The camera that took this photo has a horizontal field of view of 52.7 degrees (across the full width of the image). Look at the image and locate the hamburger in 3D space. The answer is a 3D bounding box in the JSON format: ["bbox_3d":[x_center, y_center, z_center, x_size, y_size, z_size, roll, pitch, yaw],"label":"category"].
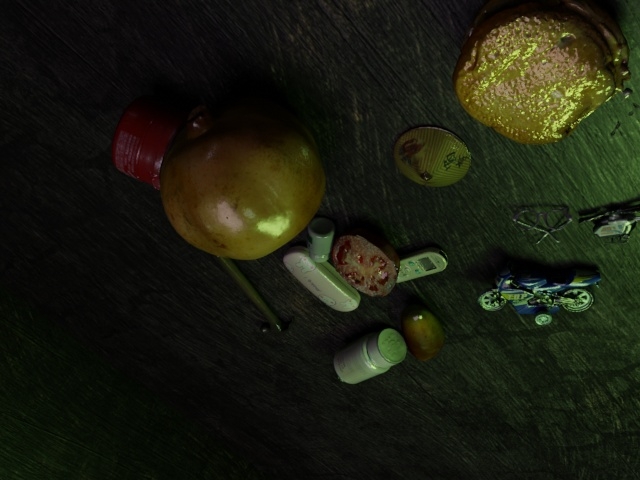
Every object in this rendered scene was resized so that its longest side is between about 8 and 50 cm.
[{"bbox_3d":[0.416,-0.328,1.222,0.314,0.170,0.290,29,145,-8],"label":"hamburger"}]

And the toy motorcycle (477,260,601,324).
[{"bbox_3d":[0.578,0.128,1.728,0.315,0.113,0.168,-3,126,17],"label":"toy motorcycle"}]

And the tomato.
[{"bbox_3d":[0.142,0.056,1.855,0.225,0.085,0.225,22,134,25],"label":"tomato"}]

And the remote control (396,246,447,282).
[{"bbox_3d":[0.270,0.070,1.866,0.221,0.042,0.078,-21,117,41],"label":"remote control"}]

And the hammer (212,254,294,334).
[{"bbox_3d":[-0.244,0.188,2.266,0.168,0.044,0.440,-8,133,35],"label":"hammer"}]

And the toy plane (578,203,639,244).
[{"bbox_3d":[0.712,-0.043,1.504,0.197,0.053,0.078,-15,119,44],"label":"toy plane"}]

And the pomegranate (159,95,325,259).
[{"bbox_3d":[-0.197,-0.158,1.564,0.417,0.416,0.416,14,141,12],"label":"pomegranate"}]

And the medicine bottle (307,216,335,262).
[{"bbox_3d":[0.000,0.000,1.890,0.080,0.080,0.130,17,141,9],"label":"medicine bottle"}]

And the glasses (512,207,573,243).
[{"bbox_3d":[0.559,-0.036,1.609,0.140,0.062,0.104,-1,158,28],"label":"glasses"}]

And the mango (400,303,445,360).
[{"bbox_3d":[0.323,0.286,2.037,0.133,0.111,0.267,19,146,32],"label":"mango"}]

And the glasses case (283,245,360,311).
[{"bbox_3d":[0.006,0.124,2.037,0.297,0.075,0.113,44,140,-23],"label":"glasses case"}]

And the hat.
[{"bbox_3d":[0.260,-0.176,1.552,0.193,0.082,0.193,13,140,12],"label":"hat"}]

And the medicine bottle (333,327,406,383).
[{"bbox_3d":[0.169,0.397,2.221,0.143,0.143,0.258,36,141,-16],"label":"medicine bottle"}]

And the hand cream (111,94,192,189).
[{"bbox_3d":[-0.430,-0.257,1.693,0.149,0.230,0.230,21,142,5],"label":"hand cream"}]
